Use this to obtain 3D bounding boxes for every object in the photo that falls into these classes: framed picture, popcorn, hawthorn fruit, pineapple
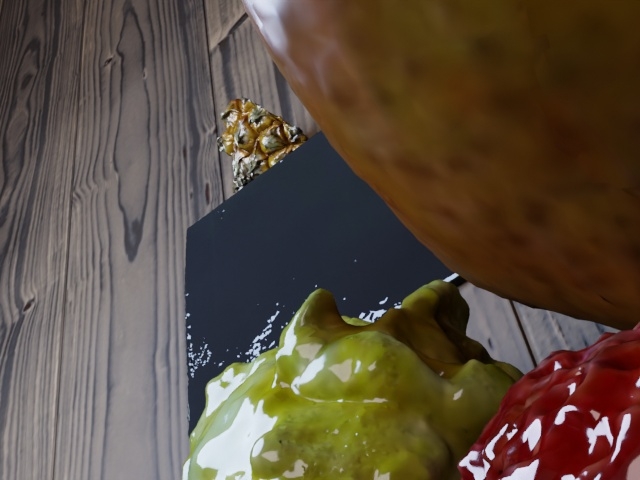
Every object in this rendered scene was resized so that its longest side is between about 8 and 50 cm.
[{"bbox_3d":[0.000,0.000,1.027,0.324,0.013,0.244,-33,43,27],"label":"framed picture"},{"bbox_3d":[0.014,0.142,0.719,0.255,0.195,0.256,-43,13,3],"label":"popcorn"},{"bbox_3d":[0.175,-0.189,0.625,0.472,0.472,0.471,-33,35,27],"label":"hawthorn fruit"},{"bbox_3d":[-0.054,-0.075,1.169,0.114,0.114,0.077,-59,-9,18],"label":"pineapple"}]

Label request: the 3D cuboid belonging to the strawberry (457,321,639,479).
[{"bbox_3d":[0.180,0.138,0.437,0.292,0.292,0.310,-35,18,25],"label":"strawberry"}]
